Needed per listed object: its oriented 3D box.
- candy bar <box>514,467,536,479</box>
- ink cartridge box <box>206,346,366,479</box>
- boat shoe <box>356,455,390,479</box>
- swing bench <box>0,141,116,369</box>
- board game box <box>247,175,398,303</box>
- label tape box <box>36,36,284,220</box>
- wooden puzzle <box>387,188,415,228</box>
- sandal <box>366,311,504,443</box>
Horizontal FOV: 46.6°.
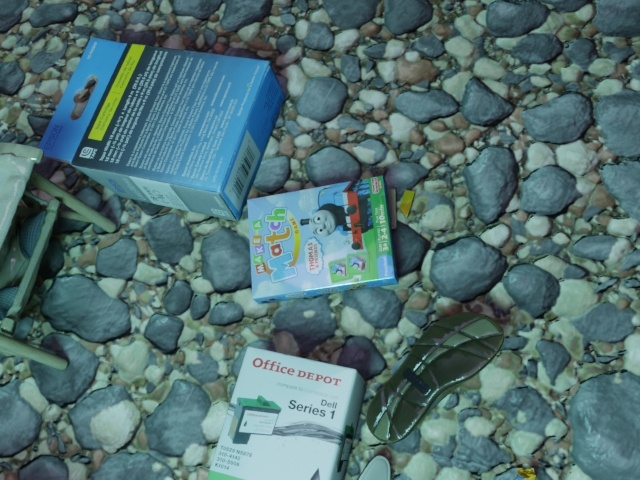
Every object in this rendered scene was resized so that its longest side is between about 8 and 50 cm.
[{"bbox_3d":[0.222,0.350,0.900,0.018,0.040,0.161,31,74,-6],"label":"candy bar"},{"bbox_3d":[-0.044,0.263,0.968,0.160,0.092,0.219,9,69,16],"label":"ink cartridge box"},{"bbox_3d":[0.051,0.334,0.945,0.046,0.038,0.125,28,70,-22],"label":"boat shoe"},{"bbox_3d":[-0.457,0.024,1.078,0.165,0.254,0.253,9,68,17],"label":"swing bench"},{"bbox_3d":[0.000,0.000,1.094,0.211,0.039,0.160,-10,70,13],"label":"board game box"},{"bbox_3d":[-0.256,-0.188,1.211,0.334,0.106,0.240,12,70,18],"label":"label tape box"},{"bbox_3d":[0.082,-0.045,1.124,0.116,0.014,0.078,3,63,14],"label":"wooden puzzle"},{"bbox_3d":[0.152,0.183,0.984,0.219,0.060,0.090,-50,59,4],"label":"sandal"}]
